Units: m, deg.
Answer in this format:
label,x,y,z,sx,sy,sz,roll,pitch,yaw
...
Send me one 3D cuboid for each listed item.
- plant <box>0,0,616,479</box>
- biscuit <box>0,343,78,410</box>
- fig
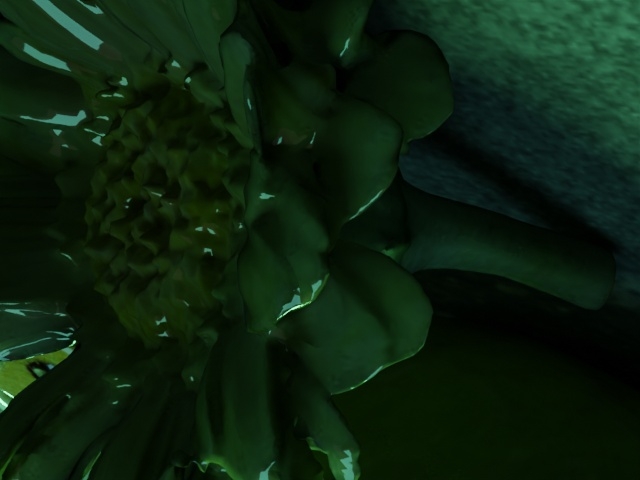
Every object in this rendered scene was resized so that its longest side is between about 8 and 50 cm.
label,x,y,z,sx,sy,sz,roll,pitch,yaw
plant,-0.024,-0.028,0.722,0.306,0.297,0.261,-120,16,-50
biscuit,-0.303,0.053,1.248,0.432,0.064,0.283,16,157,16
fig,0.096,0.168,0.923,0.326,0.258,0.258,9,161,-16
